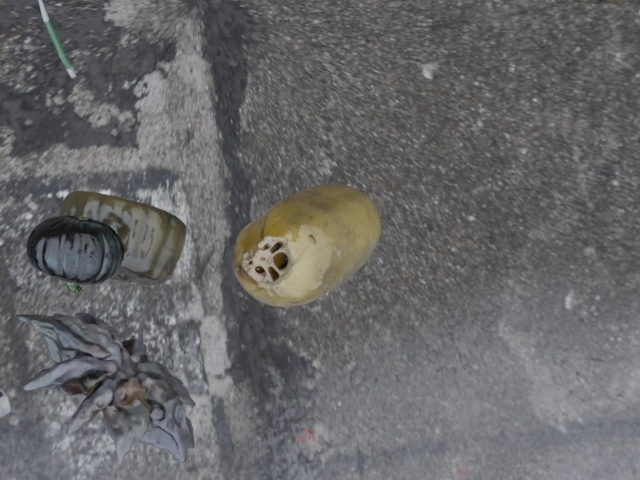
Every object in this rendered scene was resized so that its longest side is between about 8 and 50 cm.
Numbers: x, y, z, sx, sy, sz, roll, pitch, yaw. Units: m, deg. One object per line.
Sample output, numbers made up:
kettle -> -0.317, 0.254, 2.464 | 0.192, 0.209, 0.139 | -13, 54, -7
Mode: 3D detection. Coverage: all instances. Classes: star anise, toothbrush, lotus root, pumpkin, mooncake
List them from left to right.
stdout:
toothbrush -> -0.544, -0.428, 1.707 | 0.024, 0.018, 0.257 | -23, 142, -8
pumpkin -> -0.486, 0.017, 1.679 | 0.194, 0.194, 0.150 | 22, 71, -14
mooncake -> -0.452, 0.005, 1.913 | 0.290, 0.290, 0.161 | 15, 77, -12
star anise -> -0.196, 0.135, 0.831 | 0.204, 0.181, 0.061 | 47, 106, 17
lotus root -> 0.000, 0.000, 1.243 | 0.169, 0.343, 0.151 | -31, 87, 29

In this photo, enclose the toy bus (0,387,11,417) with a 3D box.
toy bus -> -0.720, 0.359, 1.786 | 0.123, 0.075, 0.060 | -32, 138, -40
